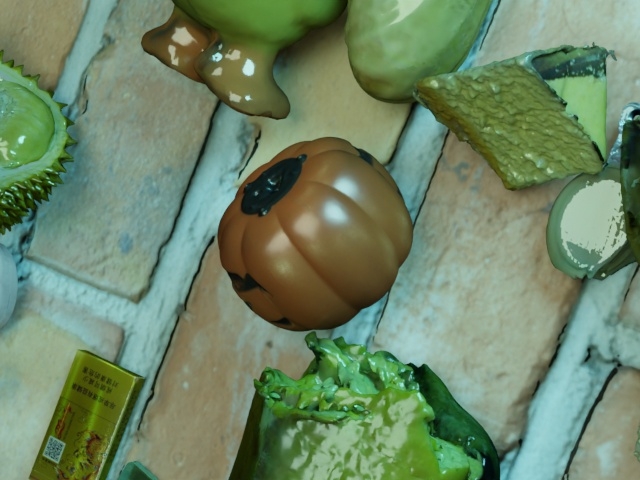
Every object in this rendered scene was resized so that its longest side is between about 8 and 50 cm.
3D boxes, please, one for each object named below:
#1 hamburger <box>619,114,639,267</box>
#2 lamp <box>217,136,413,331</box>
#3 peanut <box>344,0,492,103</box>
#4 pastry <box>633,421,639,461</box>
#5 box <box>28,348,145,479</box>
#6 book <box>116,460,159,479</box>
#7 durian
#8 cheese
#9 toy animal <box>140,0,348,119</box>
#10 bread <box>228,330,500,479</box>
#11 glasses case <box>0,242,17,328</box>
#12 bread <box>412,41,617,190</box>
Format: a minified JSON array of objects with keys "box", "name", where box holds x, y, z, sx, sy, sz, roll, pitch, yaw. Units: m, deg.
[{"box":[0.397,-0.009,0.951,0.309,0.132,0.211,7,84,21],"name":"hamburger"},{"box":[0.000,0.000,1.109,0.188,0.164,0.187,-34,28,21],"name":"lamp"},{"box":[0.116,-0.285,1.122,0.148,0.147,0.318,31,98,25],"name":"peanut"},{"box":[0.388,0.165,0.959,0.258,0.089,0.121,16,100,28],"name":"pastry"},{"box":[-0.256,0.206,1.267,0.089,0.022,0.156,19,89,27],"name":"box"},{"box":[-0.204,0.314,1.229,0.103,0.017,0.135,36,96,24],"name":"book"},{"box":[-0.389,-0.132,1.304,0.172,0.166,0.306,-28,70,20],"name":"durian"},{"box":[0.273,-0.039,1.061,0.092,0.047,0.171,39,97,23],"name":"cheese"},{"box":[-0.067,-0.312,1.174,0.216,0.191,0.338,30,97,37],"name":"toy animal"},{"box":[0.011,0.290,1.046,0.251,0.208,0.376,17,92,30],"name":"bread"},{"box":[-0.486,0.057,1.364,0.297,0.075,0.113,-3,82,24],"name":"glasses case"},{"box":[0.175,-0.118,1.049,0.147,0.152,0.127,-8,78,50],"name":"bread"}]
